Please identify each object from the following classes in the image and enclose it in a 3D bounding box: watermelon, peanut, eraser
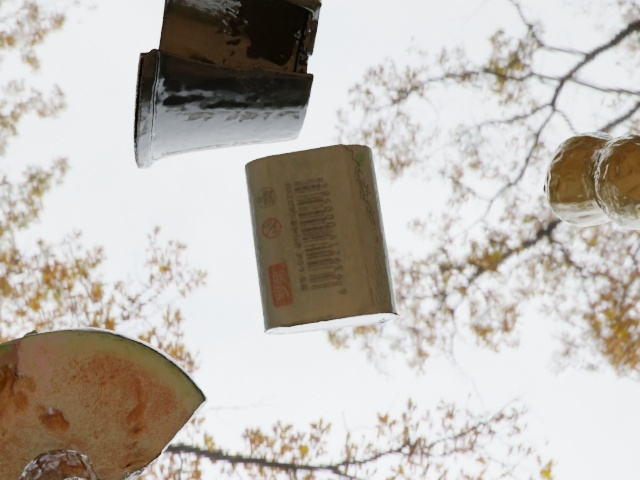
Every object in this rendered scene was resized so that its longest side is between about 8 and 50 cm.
[{"bbox_3d":[-0.276,0.177,1.025,0.321,0.188,0.175,-17,-90,-6],"label":"watermelon"},{"bbox_3d":[0.315,-0.063,1.079,0.101,0.263,0.117,40,-93,-13],"label":"peanut"},{"bbox_3d":[0.000,0.000,1.295,0.174,0.081,0.227,-8,-105,-2],"label":"eraser"}]

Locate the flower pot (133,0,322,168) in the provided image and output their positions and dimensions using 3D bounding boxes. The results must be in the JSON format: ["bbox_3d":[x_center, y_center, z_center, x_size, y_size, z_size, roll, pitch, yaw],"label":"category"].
[{"bbox_3d":[-0.140,-0.278,1.538,0.251,0.379,0.379,7,-130,-8],"label":"flower pot"}]
